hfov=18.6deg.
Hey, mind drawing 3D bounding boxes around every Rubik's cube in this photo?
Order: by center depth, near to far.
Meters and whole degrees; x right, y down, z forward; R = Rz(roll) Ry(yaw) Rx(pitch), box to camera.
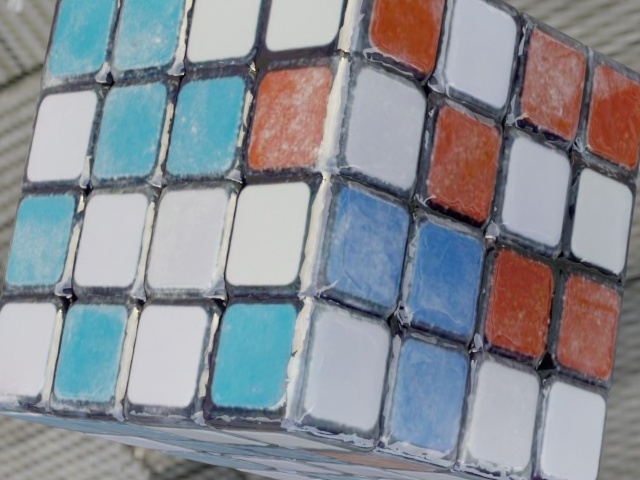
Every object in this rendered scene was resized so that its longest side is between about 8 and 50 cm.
[{"bbox_3d":[0.000,0.000,0.397,0.092,0.092,0.092,-1,165,45],"label":"Rubik's cube"}]
